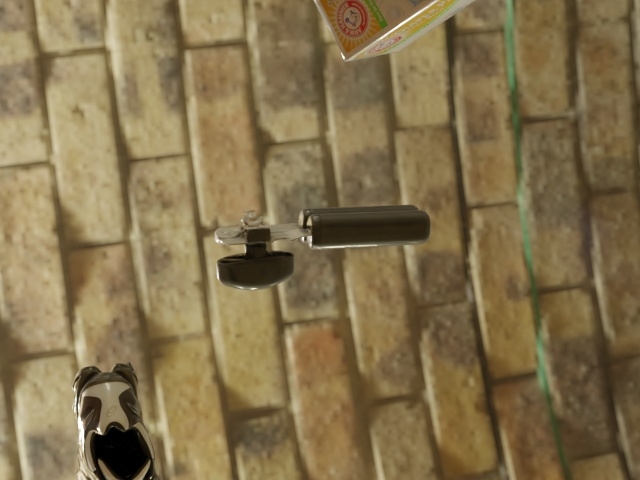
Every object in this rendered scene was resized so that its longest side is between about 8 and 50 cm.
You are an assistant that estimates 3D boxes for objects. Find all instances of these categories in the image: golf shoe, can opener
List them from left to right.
[{"bbox_3d":[-0.183,0.208,1.231,0.094,0.077,0.198,-115,14,-54],"label":"golf shoe"},{"bbox_3d":[0.000,0.000,1.726,0.074,0.280,0.093,-139,44,-68],"label":"can opener"}]

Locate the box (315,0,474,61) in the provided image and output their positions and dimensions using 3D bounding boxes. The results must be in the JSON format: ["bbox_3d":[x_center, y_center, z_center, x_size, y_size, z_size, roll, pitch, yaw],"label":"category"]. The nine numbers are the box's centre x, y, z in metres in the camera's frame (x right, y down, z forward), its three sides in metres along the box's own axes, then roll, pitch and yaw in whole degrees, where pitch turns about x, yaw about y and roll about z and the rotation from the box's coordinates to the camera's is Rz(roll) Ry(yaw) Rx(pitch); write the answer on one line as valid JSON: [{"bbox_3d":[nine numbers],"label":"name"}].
[{"bbox_3d":[0.097,-0.274,1.347,0.203,0.103,0.114,-29,85,38],"label":"box"}]
